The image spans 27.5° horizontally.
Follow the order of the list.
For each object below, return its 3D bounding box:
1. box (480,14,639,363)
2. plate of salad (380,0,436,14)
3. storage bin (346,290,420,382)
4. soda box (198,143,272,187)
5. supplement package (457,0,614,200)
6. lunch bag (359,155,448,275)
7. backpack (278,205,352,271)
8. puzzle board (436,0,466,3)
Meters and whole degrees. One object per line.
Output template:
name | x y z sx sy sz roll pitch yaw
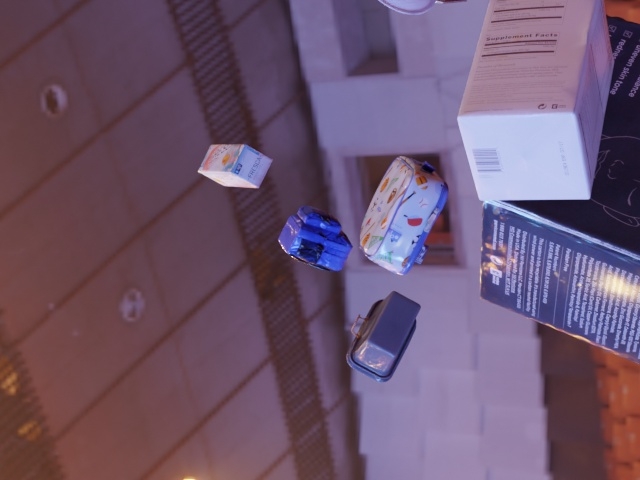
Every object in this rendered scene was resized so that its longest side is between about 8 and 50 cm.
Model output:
box | 0.576 -0.065 2.170 0.480 0.471 0.297 -55 -25 -29
plate of salad | 0.136 -0.507 2.474 0.199 0.048 0.200 16 -123 -27
storage bin | 0.105 0.147 2.144 0.135 0.098 0.091 -60 -2 -27
soda box | -0.153 -0.133 2.321 0.063 0.183 0.058 29 -99 -23
supplement package | 0.259 -0.179 1.536 0.139 0.133 0.244 69 -150 -43
lunch bag | 0.183 -0.063 2.844 0.243 0.115 0.303 -63 11 8
backpack | 0.000 0.000 2.398 0.120 0.098 0.101 24 -74 -20
puzzle board | 0.240 -0.512 2.748 0.128 0.096 0.011 -22 -57 -58
